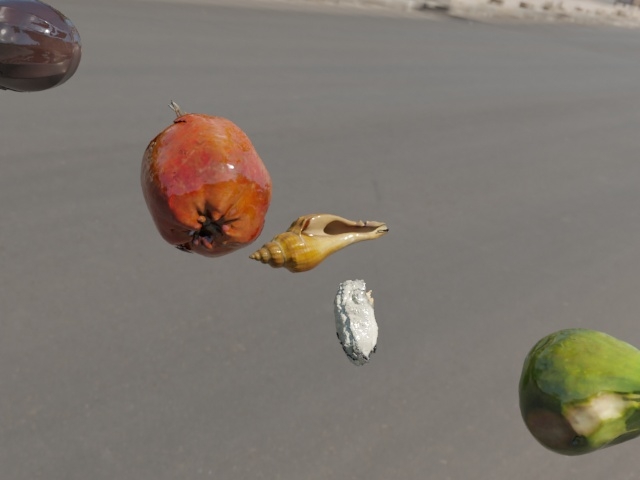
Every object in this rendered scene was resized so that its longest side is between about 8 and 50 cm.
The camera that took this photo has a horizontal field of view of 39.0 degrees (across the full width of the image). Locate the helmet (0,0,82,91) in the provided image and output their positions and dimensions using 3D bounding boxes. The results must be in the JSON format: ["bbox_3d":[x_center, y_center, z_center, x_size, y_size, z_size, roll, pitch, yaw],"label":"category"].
[{"bbox_3d":[-0.704,-0.457,2.122,0.305,0.225,0.177,-1,15,-30],"label":"helmet"}]

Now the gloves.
[{"bbox_3d":[0.064,0.154,1.639,0.070,0.153,0.114,-12,-26,10],"label":"gloves"}]

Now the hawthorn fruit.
[{"bbox_3d":[-0.200,-0.119,1.504,0.211,0.211,0.299,-1,55,-31],"label":"hawthorn fruit"}]

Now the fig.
[{"bbox_3d":[0.451,0.232,1.388,0.275,0.206,0.206,-14,1,40],"label":"fig"}]

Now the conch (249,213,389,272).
[{"bbox_3d":[-0.003,0.001,1.861,0.330,0.109,0.093,-13,-6,-35],"label":"conch"}]
